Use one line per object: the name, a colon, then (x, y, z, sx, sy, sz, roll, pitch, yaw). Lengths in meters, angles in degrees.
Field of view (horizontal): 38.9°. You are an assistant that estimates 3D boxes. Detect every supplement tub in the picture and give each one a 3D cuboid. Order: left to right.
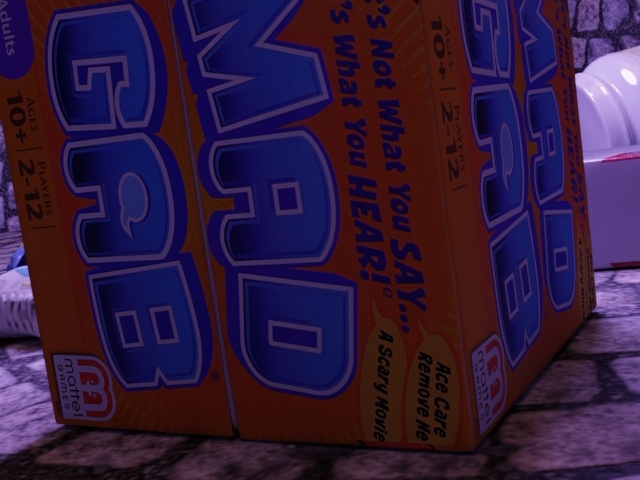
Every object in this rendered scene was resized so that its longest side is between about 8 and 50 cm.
supplement tub: (0.543, -0.194, 1.403, 0.325, 0.235, 0.235, -17, 9, -10)

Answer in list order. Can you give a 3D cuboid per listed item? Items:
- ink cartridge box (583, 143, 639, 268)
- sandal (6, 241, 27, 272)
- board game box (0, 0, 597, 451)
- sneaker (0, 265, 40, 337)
ink cartridge box: (0.350, -0.044, 1.090, 0.128, 0.127, 0.176, -6, 8, 20)
sandal: (-0.330, 0.031, 1.337, 0.317, 0.126, 0.138, -15, 9, 14)
board game box: (0.000, -0.067, 0.760, 0.356, 0.356, 0.356, -4, 9, 30)
sneaker: (-0.329, 0.076, 1.077, 0.229, 0.087, 0.092, -8, 9, 15)
